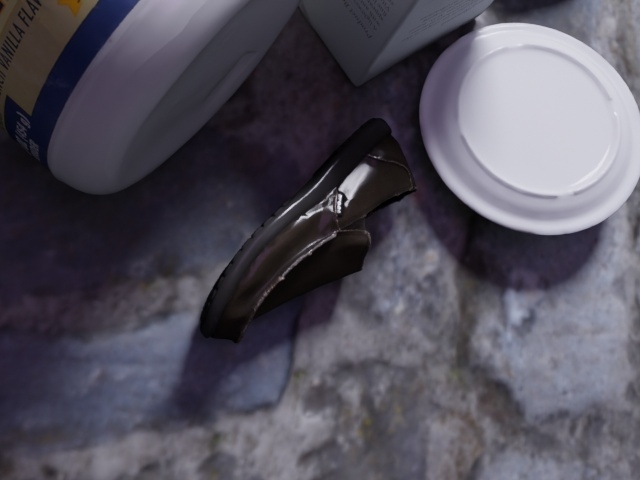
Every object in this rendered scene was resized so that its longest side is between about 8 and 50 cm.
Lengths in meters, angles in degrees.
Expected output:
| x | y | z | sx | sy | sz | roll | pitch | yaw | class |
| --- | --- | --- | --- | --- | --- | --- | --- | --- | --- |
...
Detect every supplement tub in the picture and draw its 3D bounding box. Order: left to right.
| x | y | z | sx | sy | sz | roll | pitch | yaw | class |
| --- | --- | --- | --- | --- | --- | --- | --- | --- | --- |
| -0.185 | -0.208 | 0.472 | 0.316 | 0.228 | 0.228 | 42 | 72 | -3 | supplement tub |

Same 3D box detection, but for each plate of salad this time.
| x | y | z | sx | sy | sz | roll | pitch | yaw | class |
| --- | --- | --- | --- | --- | --- | --- | --- | --- | --- |
| 0.180 | -0.096 | 0.643 | 0.200 | 0.048 | 0.199 | 2 | 71 | -7 | plate of salad |

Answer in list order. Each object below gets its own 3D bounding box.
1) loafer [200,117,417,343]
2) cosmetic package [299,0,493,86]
| x | y | z | sx | sy | sz | roll | pitch | yaw | class |
| --- | --- | --- | --- | --- | --- | --- | --- | --- | --- |
| 0.000 | 0.000 | 0.557 | 0.078 | 0.080 | 0.220 | 43 | 72 | -3 | loafer |
| 0.068 | -0.244 | 0.569 | 0.151 | 0.184 | 0.151 | -33 | 89 | -18 | cosmetic package |
